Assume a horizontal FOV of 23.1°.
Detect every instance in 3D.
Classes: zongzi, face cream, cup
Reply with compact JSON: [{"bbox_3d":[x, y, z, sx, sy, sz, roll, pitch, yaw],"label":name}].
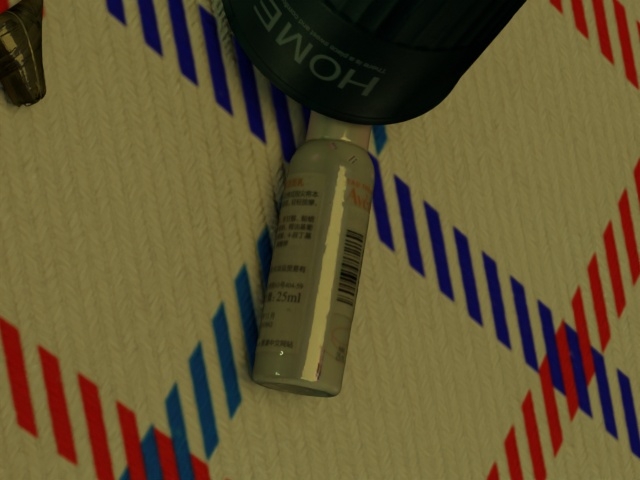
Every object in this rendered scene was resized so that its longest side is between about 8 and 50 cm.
[{"bbox_3d":[-0.236,-0.157,1.276,0.083,0.040,0.076,-47,118,-46],"label":"zongzi"},{"bbox_3d":[0.000,0.000,1.380,0.082,0.082,0.269,17,77,-31],"label":"face cream"},{"bbox_3d":[0.060,-0.292,1.299,0.242,0.292,0.308,-33,84,-32],"label":"cup"}]
